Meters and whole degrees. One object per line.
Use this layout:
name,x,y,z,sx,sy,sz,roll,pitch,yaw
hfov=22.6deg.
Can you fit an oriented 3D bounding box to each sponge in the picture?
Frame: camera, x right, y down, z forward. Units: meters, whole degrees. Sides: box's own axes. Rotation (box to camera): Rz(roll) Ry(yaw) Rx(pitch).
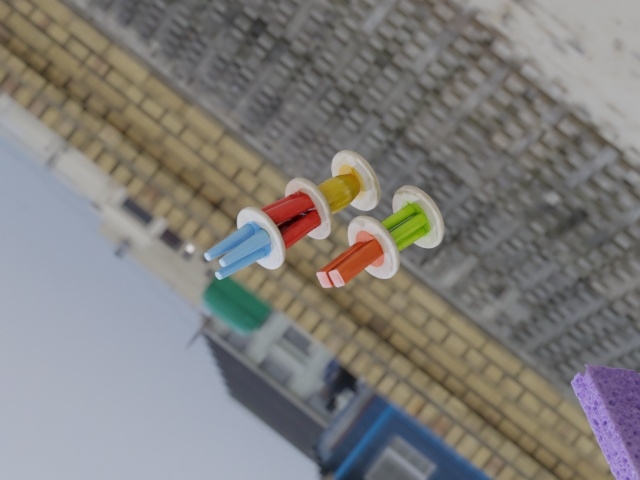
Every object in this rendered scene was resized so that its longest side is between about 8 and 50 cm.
sponge,0.320,0.209,1.481,0.117,0.031,0.210,10,-138,-29

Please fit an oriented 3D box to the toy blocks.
toy blocks,0.000,0.000,1.200,0.123,0.148,0.054,32,141,37
